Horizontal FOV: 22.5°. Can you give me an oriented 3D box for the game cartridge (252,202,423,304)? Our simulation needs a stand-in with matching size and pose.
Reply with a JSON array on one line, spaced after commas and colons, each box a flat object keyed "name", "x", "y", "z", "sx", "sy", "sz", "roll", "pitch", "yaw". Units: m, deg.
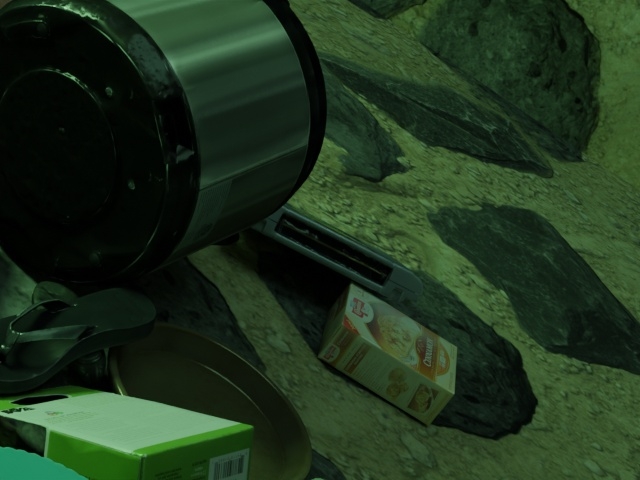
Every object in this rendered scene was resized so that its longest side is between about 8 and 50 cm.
[{"name": "game cartridge", "x": 0.000, "y": 0.000, "z": 2.364, "sx": 0.294, "sy": 0.060, "sz": 0.196, "roll": 27, "pitch": -1, "yaw": -15}]

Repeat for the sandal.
[{"name": "sandal", "x": -0.292, "y": 0.095, "z": 1.775, "sx": 0.097, "sy": 0.054, "sz": 0.254, "roll": 37, "pitch": 39, "yaw": 28}]

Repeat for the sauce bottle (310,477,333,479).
[{"name": "sauce bottle", "x": 0.124, "y": 0.348, "z": 1.885, "sx": 0.344, "sy": 0.111, "sz": 0.111, "roll": 18, "pitch": 29, "yaw": -34}]

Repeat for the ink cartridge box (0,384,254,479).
[{"name": "ink cartridge box", "x": -0.225, "y": 0.224, "z": 1.669, "sx": 0.255, "sy": 0.097, "sz": 0.189, "roll": 9, "pitch": 8, "yaw": 32}]

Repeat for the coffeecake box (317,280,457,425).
[{"name": "coffeecake box", "x": 0.096, "y": 0.157, "z": 2.260, "sx": 0.185, "sy": 0.068, "sz": 0.142, "roll": 32, "pitch": 24, "yaw": -8}]

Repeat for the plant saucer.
[{"name": "plant saucer", "x": -0.134, "y": 0.203, "z": 1.886, "sx": 0.278, "sy": 0.041, "sz": 0.278, "roll": 30, "pitch": 23, "yaw": -14}]

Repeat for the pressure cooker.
[{"name": "pressure cooker", "x": -0.200, "y": -0.156, "z": 2.017, "sx": 0.420, "sy": 0.370, "sz": 0.375, "roll": -27, "pitch": 97, "yaw": -53}]

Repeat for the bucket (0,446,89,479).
[{"name": "bucket", "x": -0.264, "y": 0.314, "z": 1.305, "sx": 0.281, "sy": 0.183, "sz": 0.281, "roll": 29, "pitch": 23, "yaw": -14}]

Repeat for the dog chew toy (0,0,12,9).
[{"name": "dog chew toy", "x": -0.563, "y": -0.439, "z": 2.322, "sx": 0.332, "sy": 0.206, "sz": 0.206, "roll": 26, "pitch": 24, "yaw": -6}]

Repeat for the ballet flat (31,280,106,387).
[{"name": "ballet flat", "x": -0.295, "y": 0.105, "z": 1.861, "sx": 0.057, "sy": 0.049, "sz": 0.173, "roll": -11, "pitch": 39, "yaw": -24}]
